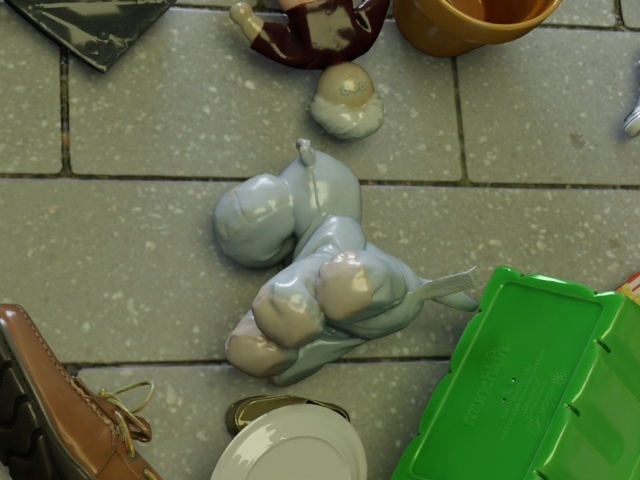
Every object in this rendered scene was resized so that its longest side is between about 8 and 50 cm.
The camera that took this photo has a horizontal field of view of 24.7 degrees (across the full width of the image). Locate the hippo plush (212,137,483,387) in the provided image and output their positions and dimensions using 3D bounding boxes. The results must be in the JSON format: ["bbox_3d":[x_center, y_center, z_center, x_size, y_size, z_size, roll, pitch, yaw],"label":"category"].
[{"bbox_3d":[0.000,0.000,1.635,0.294,0.234,0.236,-23,71,-4],"label":"hippo plush"}]

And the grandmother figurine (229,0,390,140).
[{"bbox_3d":[-0.005,-0.284,1.755,0.208,0.104,0.342,-17,94,-3],"label":"grandmother figurine"}]

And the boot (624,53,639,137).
[{"bbox_3d":[0.441,-0.213,1.927,0.190,0.069,0.086,-38,81,-30],"label":"boot"}]

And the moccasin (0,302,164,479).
[{"bbox_3d":[-0.235,0.226,1.555,0.380,0.139,0.147,51,48,3],"label":"moccasin"}]

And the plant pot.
[{"bbox_3d":[0.179,-0.319,1.806,0.205,0.188,0.205,4,74,-15],"label":"plant pot"}]

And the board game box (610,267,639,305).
[{"bbox_3d":[0.436,0.101,1.841,0.193,0.045,0.147,-35,87,-23],"label":"board game box"}]

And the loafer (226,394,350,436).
[{"bbox_3d":[-0.033,0.201,1.668,0.148,0.050,0.056,0,75,-17],"label":"loafer"}]

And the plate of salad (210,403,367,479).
[{"bbox_3d":[-0.039,0.269,1.587,0.200,0.048,0.200,-9,108,-29],"label":"plate of salad"}]

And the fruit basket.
[{"bbox_3d":[0.289,0.256,1.679,0.392,0.283,0.392,-21,117,-48],"label":"fruit basket"}]

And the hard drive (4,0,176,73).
[{"bbox_3d":[-0.304,-0.325,1.733,0.254,0.054,0.172,41,68,-2],"label":"hard drive"}]
